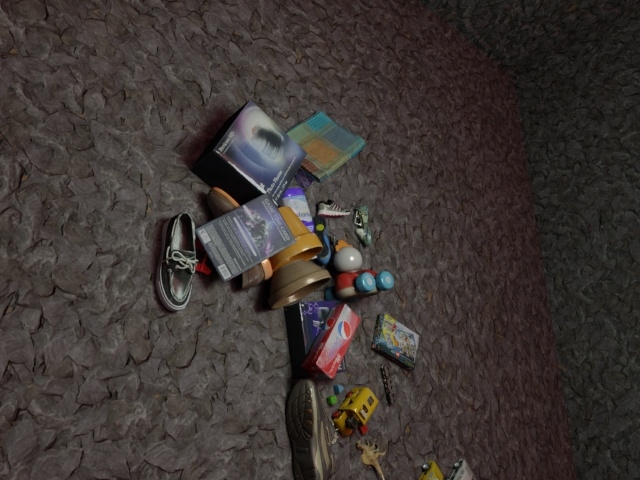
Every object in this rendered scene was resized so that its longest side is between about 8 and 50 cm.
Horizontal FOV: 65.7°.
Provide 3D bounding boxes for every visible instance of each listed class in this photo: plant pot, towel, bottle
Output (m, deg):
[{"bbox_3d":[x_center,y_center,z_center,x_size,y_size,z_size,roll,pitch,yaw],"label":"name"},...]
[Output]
[{"bbox_3d":[-0.122,-0.010,1.764,0.205,0.205,0.188,-15,72,-44],"label":"plant pot"},{"bbox_3d":[-0.002,-0.401,2.064,0.271,0.040,0.370,37,47,11],"label":"towel"},{"bbox_3d":[-0.084,-0.058,1.899,0.118,0.092,0.283,-10,81,-44],"label":"bottle"},{"bbox_3d":[-0.090,0.138,1.732,0.237,0.237,0.110,-17,74,-44],"label":"plant pot"}]

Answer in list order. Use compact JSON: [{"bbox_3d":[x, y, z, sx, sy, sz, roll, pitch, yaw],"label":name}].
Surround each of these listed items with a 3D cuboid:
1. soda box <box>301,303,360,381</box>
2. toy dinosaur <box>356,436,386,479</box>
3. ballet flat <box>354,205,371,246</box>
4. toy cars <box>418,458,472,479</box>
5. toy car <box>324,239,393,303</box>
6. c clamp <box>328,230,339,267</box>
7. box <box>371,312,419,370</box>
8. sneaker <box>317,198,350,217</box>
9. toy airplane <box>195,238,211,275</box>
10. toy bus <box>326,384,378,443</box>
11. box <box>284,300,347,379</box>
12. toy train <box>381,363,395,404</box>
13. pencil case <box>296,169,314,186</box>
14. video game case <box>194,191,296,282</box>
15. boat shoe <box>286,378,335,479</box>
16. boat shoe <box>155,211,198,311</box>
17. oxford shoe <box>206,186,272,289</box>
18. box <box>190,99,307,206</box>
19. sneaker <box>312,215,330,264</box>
[{"bbox_3d":[0.040,0.352,1.723,0.092,0.083,0.263,46,49,-19],"label":"soda box"},{"bbox_3d":[0.198,0.809,1.864,0.092,0.053,0.183,-38,93,-27],"label":"toy dinosaur"},{"bbox_3d":[0.179,-0.060,2.166,0.070,0.070,0.189,10,66,-39],"label":"ballet flat"},{"bbox_3d":[0.526,1.003,2.044,0.393,0.087,0.177,16,64,-37],"label":"toy cars"},{"bbox_3d":[0.131,0.107,1.946,0.210,0.219,0.238,0,71,-42],"label":"toy car"},{"bbox_3d":[0.065,0.052,2.024,0.137,0.022,0.161,24,59,-58],"label":"c clamp"},{"bbox_3d":[0.322,0.432,2.108,0.233,0.044,0.159,35,54,-27],"label":"box"},{"bbox_3d":[0.055,-0.136,2.073,0.170,0.063,0.075,-1,81,-37],"label":"sneaker"},{"bbox_3d":[-0.372,0.045,1.614,0.151,0.028,0.151,0,85,2],"label":"toy airplane"},{"bbox_3d":[0.128,0.635,1.818,0.190,0.104,0.202,14,65,-37],"label":"toy bus"},{"bbox_3d":[-0.018,0.357,1.798,0.184,0.103,0.262,2,73,-38],"label":"box"},{"bbox_3d":[0.274,0.584,2.014,0.027,0.036,0.159,-6,79,-20],"label":"toy train"},{"bbox_3d":[-0.026,-0.303,2.056,0.088,0.086,0.206,37,47,5],"label":"pencil case"},{"bbox_3d":[-0.242,-0.013,1.616,0.274,0.026,0.196,-29,86,-15],"label":"video game case"},{"bbox_3d":[-0.026,0.647,1.678,0.130,0.132,0.356,6,78,-50],"label":"boat shoe"},{"bbox_3d":[-0.432,0.061,1.535,0.113,0.104,0.307,17,63,-36],"label":"boat shoe"},{"bbox_3d":[-0.300,-0.007,1.670,0.132,0.130,0.364,-31,91,-32],"label":"oxford shoe"},{"bbox_3d":[-0.248,-0.286,1.781,0.294,0.182,0.297,40,51,-22],"label":"box"},{"bbox_3d":[0.000,0.000,1.984,0.082,0.069,0.210,78,3,-59],"label":"sneaker"}]
